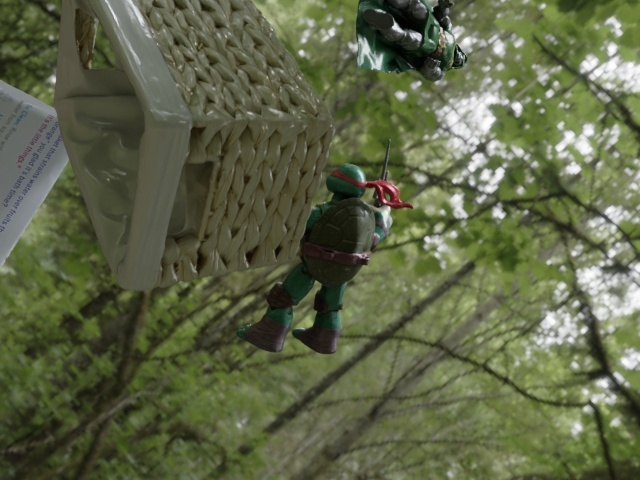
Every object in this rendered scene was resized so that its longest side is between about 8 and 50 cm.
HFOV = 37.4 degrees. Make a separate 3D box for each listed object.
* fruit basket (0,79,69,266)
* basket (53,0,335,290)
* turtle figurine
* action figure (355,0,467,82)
[{"bbox_3d":[-0.371,-0.029,0.557,0.353,0.327,0.165,30,-34,-12],"label":"fruit basket"},{"bbox_3d":[-0.075,-0.069,0.516,0.167,0.103,0.113,59,-37,39],"label":"basket"},{"bbox_3d":[0.000,0.000,0.969,0.175,0.234,0.118,13,11,-21],"label":"turtle figurine"},{"bbox_3d":[0.110,-0.228,1.037,0.063,0.137,0.232,12,0,28],"label":"action figure"}]
